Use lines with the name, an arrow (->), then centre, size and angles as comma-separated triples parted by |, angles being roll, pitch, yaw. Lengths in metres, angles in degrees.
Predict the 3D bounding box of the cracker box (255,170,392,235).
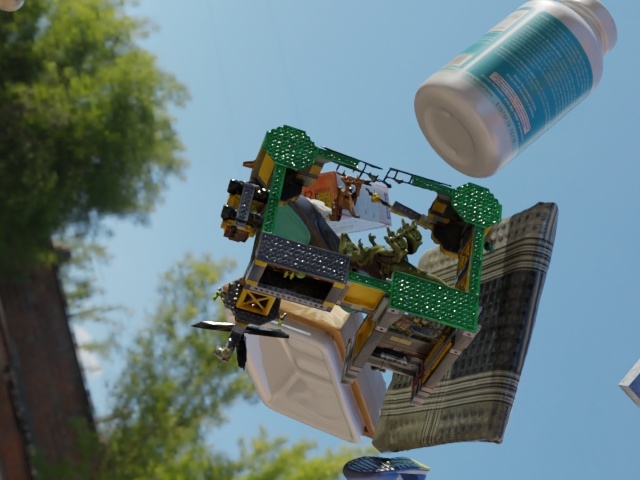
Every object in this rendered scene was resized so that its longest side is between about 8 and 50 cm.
cracker box -> -0.008, -0.044, 1.658 | 0.232, 0.155, 0.067 | 6, 76, -69

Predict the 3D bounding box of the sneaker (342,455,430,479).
sneaker -> 0.087, 0.320, 1.554 | 0.053, 0.144, 0.059 | 23, -81, 50

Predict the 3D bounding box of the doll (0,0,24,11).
doll -> -0.414, -0.354, 1.473 | 0.046, 0.129, 0.189 | -49, -126, 32

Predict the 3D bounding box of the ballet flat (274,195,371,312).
ballet flat -> 0.000, 0.000, 1.459 | 0.203, 0.074, 0.074 | 50, -25, 4

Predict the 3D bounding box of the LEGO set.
LEGO set -> 0.032, 0.040, 1.300 | 0.192, 0.331, 0.255 | 117, -21, -50

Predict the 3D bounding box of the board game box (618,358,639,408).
board game box -> 0.331, 0.131, 1.075 | 0.090, 0.090, 0.020 | 46, -13, -12

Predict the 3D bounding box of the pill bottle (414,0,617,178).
pill bottle -> 0.256, -0.207, 1.489 | 0.146, 0.264, 0.146 | 44, -20, 21

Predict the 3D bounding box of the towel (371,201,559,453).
towel -> 0.187, 0.125, 1.521 | 0.324, 0.056, 0.312 | -26, -135, 64

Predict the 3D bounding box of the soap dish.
soap dish -> -0.017, 0.183, 1.894 | 0.229, 0.118, 0.291 | 18, -35, 32
